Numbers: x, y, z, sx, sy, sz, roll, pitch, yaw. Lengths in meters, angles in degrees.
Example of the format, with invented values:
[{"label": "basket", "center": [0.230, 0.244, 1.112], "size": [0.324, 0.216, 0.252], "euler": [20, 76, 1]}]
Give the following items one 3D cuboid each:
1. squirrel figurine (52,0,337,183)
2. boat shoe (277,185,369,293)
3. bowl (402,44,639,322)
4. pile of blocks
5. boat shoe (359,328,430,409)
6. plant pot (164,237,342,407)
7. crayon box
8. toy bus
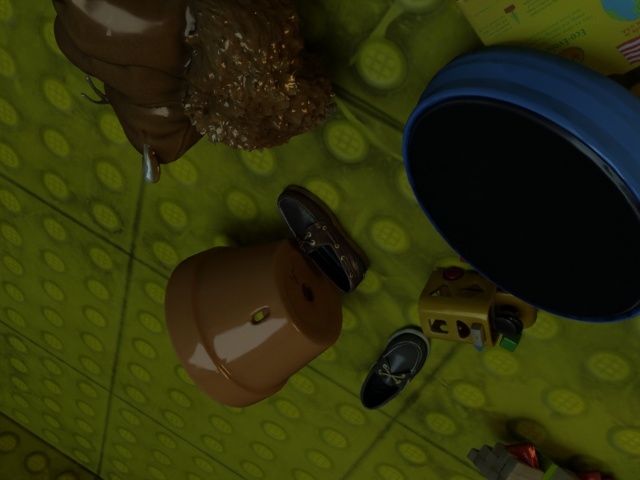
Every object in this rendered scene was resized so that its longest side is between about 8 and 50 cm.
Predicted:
[{"label": "squirrel figurine", "center": [-0.186, -0.230, 0.996], "size": [0.397, 0.281, 0.370], "euler": [26, 144, 14]}, {"label": "boat shoe", "center": [0.000, 0.000, 1.224], "size": [0.207, 0.073, 0.073], "euler": [46, 139, -9]}, {"label": "bowl", "center": [0.264, -0.052, 0.892], "size": [0.391, 0.077, 0.391], "euler": [38, 157, 19]}, {"label": "pile of blocks", "center": [0.453, 0.447, 1.331], "size": [0.362, 0.149, 0.112], "euler": [31, 96, -8]}, {"label": "boat shoe", "center": [0.138, 0.248, 1.362], "size": [0.081, 0.068, 0.227], "euler": [31, 138, 5]}, {"label": "plant pot", "center": [-0.097, 0.125, 1.270], "size": [0.203, 0.291, 0.291], "euler": [-25, 113, 27]}, {"label": "crayon box", "center": [0.255, -0.287, 0.783], "size": [0.202, 0.081, 0.318], "euler": [-24, 112, 44]}, {"label": "toy bus", "center": [0.254, 0.115, 1.136], "size": [0.191, 0.104, 0.202], "euler": [37, 139, -1]}]
